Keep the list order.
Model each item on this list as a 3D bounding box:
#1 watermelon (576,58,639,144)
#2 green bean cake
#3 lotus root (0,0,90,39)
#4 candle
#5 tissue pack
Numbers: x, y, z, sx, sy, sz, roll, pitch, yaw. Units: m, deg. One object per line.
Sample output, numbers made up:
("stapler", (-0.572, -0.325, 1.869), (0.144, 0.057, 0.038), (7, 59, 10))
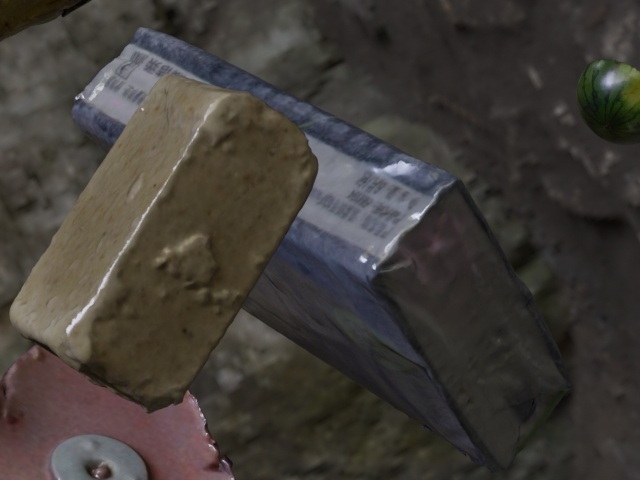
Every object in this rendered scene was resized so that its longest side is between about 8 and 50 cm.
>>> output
("watermelon", (0.315, -0.141, 1.933), (0.105, 0.062, 0.105), (32, 152, 19))
("green bean cake", (-0.087, 0.000, 1.013), (0.085, 0.179, 0.109), (36, 169, -26))
("lotus root", (-0.309, -0.218, 1.649), (0.097, 0.258, 0.110), (62, 163, -12))
("candle", (-0.183, 0.231, 1.488), (0.287, 0.317, 0.131), (24, 129, 9))
("tissue pack", (0.000, 0.000, 1.491), (0.394, 0.124, 0.288), (31, 162, 42))
